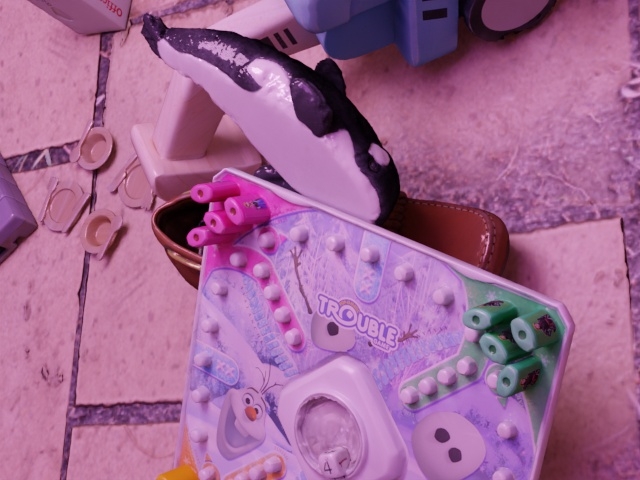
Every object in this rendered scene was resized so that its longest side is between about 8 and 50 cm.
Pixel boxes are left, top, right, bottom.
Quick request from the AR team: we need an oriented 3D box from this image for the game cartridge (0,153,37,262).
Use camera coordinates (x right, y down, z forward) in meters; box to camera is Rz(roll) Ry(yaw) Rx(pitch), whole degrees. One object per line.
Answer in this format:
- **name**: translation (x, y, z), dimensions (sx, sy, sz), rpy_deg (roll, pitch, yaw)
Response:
- **game cartridge**: translation (-0.537, 0.012, 1.611), dimensions (0.355, 0.068, 0.230), rpy_deg (-43, 61, 12)

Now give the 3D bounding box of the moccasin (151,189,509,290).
- **moccasin**: translation (0.001, -0.003, 1.223), dimensions (0.380, 0.147, 0.139), rpy_deg (10, 72, 34)

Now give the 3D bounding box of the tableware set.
- **tableware set**: translation (-0.265, -0.058, 1.487), dimensions (0.168, 0.020, 0.141), rpy_deg (31, 91, 36)

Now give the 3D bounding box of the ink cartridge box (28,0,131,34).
- **ink cartridge box**: translation (-0.287, -0.359, 1.539), dimensions (0.072, 0.127, 0.175), rpy_deg (1, 75, 29)

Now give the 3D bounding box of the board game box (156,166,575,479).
- **board game box**: translation (0.008, 0.175, 1.118), dimensions (0.390, 0.050, 0.390), rpy_deg (24, 113, 35)

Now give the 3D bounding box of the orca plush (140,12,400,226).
- **orca plush**: translation (-0.029, -0.128, 1.147), dimensions (0.287, 0.151, 0.102), rpy_deg (30, 53, 26)

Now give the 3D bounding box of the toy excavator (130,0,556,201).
- **toy excavator**: translation (-0.005, -0.249, 1.247), dimensions (0.445, 0.433, 0.222), rpy_deg (-21, 60, -7)
